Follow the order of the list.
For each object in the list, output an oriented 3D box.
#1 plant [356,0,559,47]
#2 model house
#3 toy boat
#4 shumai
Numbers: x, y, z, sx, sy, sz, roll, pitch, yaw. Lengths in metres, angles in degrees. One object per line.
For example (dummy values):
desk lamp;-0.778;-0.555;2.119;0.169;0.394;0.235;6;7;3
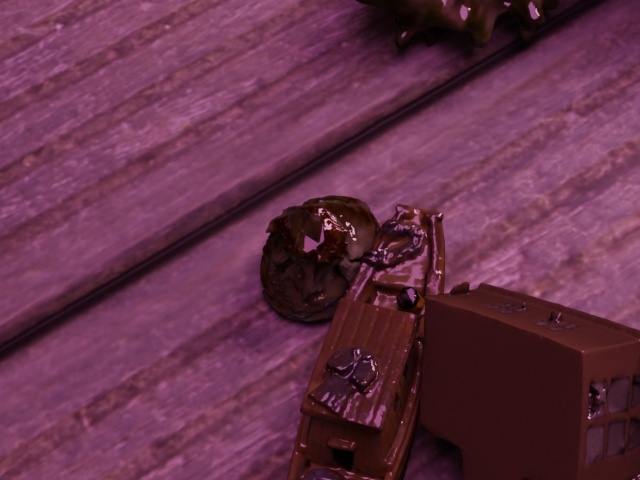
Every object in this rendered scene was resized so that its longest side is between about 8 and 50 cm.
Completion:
plant;0.117;-0.347;1.294;0.251;0.180;0.333;-5;57;-14
model house;0.221;0.126;1.054;0.248;0.176;0.181;-5;14;-37
toy boat;0.037;0.110;1.061;0.089;0.121;0.321;11;62;17
shumai;-0.001;0.000;1.141;0.099;0.087;0.123;18;61;12
